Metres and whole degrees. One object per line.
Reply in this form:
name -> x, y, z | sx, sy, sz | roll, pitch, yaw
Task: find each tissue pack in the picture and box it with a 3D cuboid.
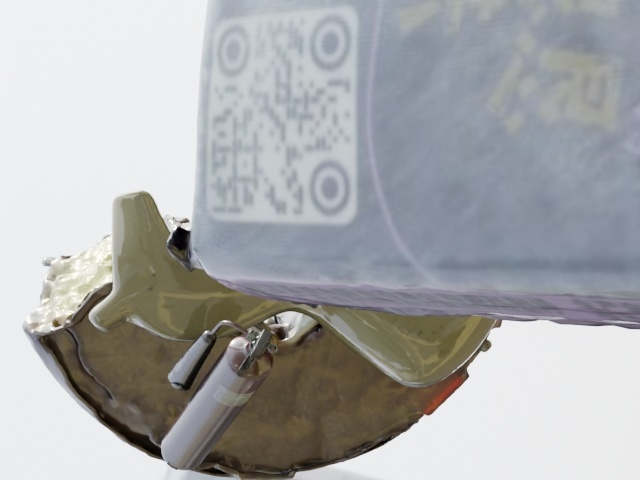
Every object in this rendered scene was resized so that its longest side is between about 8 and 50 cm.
tissue pack -> 0.110, -0.097, 0.516 | 0.122, 0.361, 0.259 | 11, -98, -47

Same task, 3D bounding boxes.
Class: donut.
donut -> -0.009, 0.027, 1.117 | 0.259, 0.345, 0.136 | 43, -167, -23

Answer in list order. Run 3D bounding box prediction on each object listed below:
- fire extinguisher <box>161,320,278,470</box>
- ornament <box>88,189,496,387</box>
fire extinguisher -> -0.063, 0.084, 0.919 | 0.035, 0.049, 0.173 | -12, -24, -30
ornament -> 0.000, 0.000, 0.953 | 0.245, 0.230, 0.061 | -54, -4, -13
